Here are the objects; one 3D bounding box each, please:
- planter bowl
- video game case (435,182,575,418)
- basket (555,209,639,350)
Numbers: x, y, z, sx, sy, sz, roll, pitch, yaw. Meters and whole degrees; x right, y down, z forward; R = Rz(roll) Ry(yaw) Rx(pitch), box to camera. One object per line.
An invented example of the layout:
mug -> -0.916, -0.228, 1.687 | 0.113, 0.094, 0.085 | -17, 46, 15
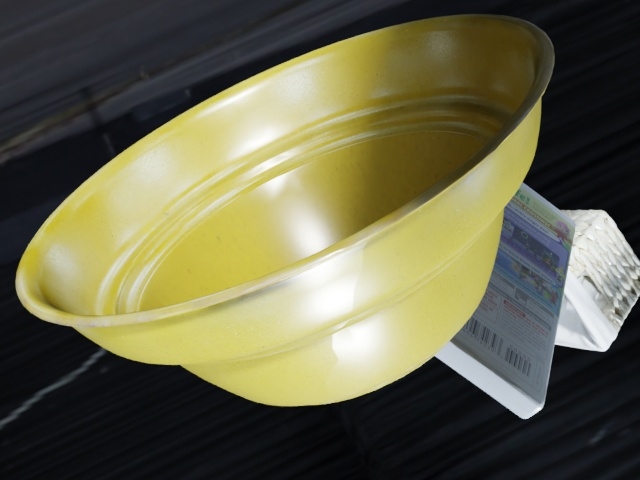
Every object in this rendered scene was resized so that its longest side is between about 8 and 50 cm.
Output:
planter bowl -> 0.000, 0.000, 0.416 | 0.090, 0.217, 0.217 | 63, 175, -24
video game case -> 0.075, -0.010, 0.704 | 0.212, 0.023, 0.193 | 35, -139, -9
basket -> 0.247, 0.037, 1.121 | 0.113, 0.103, 0.167 | 52, 158, -21
